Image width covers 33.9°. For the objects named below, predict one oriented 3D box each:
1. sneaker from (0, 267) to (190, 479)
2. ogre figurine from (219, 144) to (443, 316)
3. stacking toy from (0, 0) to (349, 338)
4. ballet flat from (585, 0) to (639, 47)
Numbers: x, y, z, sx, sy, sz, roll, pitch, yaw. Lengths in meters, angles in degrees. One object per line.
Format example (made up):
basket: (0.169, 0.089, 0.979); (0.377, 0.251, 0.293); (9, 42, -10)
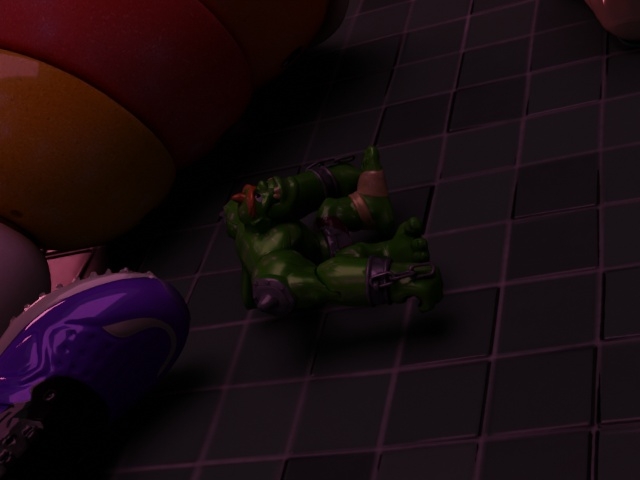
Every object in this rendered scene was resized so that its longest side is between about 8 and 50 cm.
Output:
sneaker: (-0.193, 0.143, 0.656); (0.293, 0.102, 0.146); (-35, 39, -3)
ogre figurine: (0.000, 0.000, 0.715); (0.118, 0.096, 0.197); (-13, 48, -10)
stacking toy: (-0.212, -0.112, 0.889); (0.351, 0.350, 0.479); (8, 66, 41)
ballet flat: (0.236, -0.246, 0.879); (0.086, 0.086, 0.248); (-25, 34, 4)
